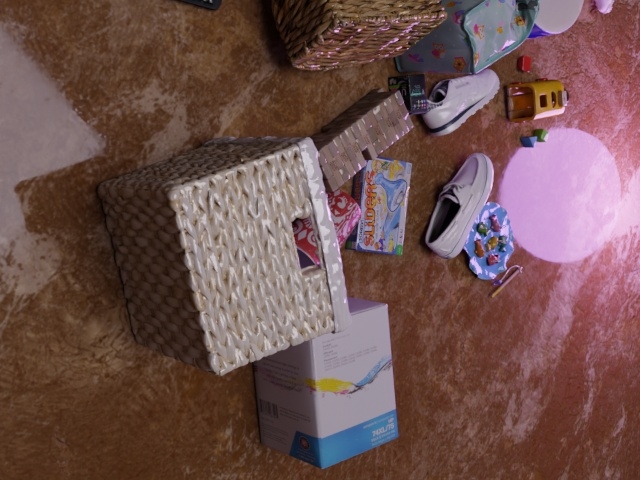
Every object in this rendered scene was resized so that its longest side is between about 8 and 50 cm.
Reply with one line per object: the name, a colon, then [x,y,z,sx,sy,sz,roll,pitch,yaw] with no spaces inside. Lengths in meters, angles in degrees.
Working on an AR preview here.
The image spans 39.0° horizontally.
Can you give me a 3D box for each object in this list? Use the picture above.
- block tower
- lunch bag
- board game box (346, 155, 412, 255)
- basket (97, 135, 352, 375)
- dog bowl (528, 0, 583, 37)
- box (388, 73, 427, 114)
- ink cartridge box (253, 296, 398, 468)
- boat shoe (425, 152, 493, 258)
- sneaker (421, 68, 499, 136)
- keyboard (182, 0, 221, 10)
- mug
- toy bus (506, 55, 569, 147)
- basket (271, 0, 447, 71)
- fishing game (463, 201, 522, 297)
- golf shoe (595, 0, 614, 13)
block tower: [0.048,-0.187,1.796,0.335,0.097,0.091,-42,119,-30]
lunch bag: [0.305,-0.464,1.900,0.262,0.223,0.160,-38,124,-31]
board game box: [0.124,-0.074,1.905,0.136,0.035,0.201,6,90,-40]
basket: [-0.167,0.014,1.495,0.266,0.331,0.328,-20,106,-31]
dog bowl: [0.507,-0.614,2.131,0.265,0.104,0.265,-4,96,-40]
box: [0.186,-0.309,1.919,0.052,0.062,0.083,-14,103,-39]
ink cartridge box: [0.005,0.257,1.730,0.197,0.198,0.270,-12,102,-38]
boat shoe: [0.308,-0.088,2.017,0.084,0.095,0.258,32,73,-41]
sneaker: [0.312,-0.328,2.011,0.235,0.090,0.095,-43,109,-30]
keyboard: [-0.241,-0.576,1.568,0.201,0.033,0.317,3,91,-39]
mug: [-0.007,-0.007,1.778,0.113,0.150,0.169,37,61,3]
toy bus: [0.543,-0.341,2.182,0.191,0.104,0.202,41,69,-34]
basket: [0.049,-0.465,1.716,0.299,0.213,0.223,-16,81,-37]
fishing game: [0.408,0.000,2.143,0.189,0.041,0.264,-33,114,-35]
golf shoe: [0.703,-0.669,2.327,0.086,0.069,0.176,-17,102,-17]
